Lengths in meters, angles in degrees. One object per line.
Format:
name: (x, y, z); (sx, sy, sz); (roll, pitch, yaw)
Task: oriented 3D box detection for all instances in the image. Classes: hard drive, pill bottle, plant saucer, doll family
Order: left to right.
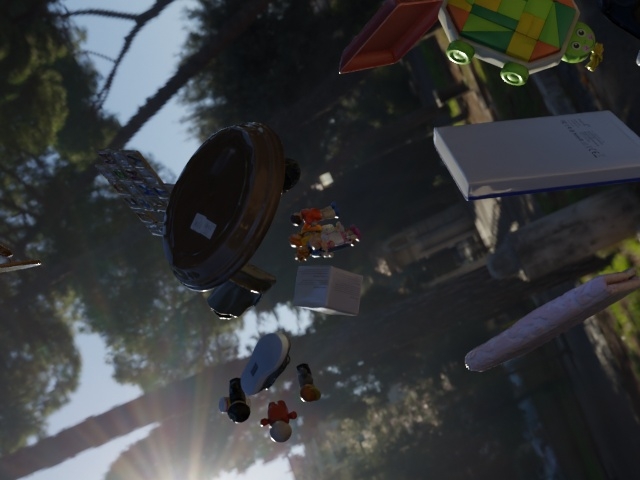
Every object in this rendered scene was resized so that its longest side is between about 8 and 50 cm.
plant saucer: (-0.158, -0.059, 1.198); (0.041, 0.278, 0.278); (26, -147, -38)
pill bottle: (-0.234, 0.451, 2.161); (0.083, 0.043, 0.043); (5, -133, -28)
doll family: (0.000, 0.000, 2.152); (0.263, 0.163, 0.119); (-129, 28, -60)
plant saucer: (0.186, -0.539, 2.007); (0.258, 0.259, 0.048); (-22, -105, -45)
hard drive: (0.371, -0.148, 1.317); (0.210, 0.318, 0.040); (-104, 9, -56)

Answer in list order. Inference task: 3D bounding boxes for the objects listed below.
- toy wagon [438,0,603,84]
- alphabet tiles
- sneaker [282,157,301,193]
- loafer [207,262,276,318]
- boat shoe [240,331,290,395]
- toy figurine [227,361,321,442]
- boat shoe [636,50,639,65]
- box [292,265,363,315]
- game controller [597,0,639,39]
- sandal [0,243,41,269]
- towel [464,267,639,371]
toy wagon: (0.423, -0.451, 1.610); (0.344, 0.267, 0.068); (23, 165, 6)
alphabet tiles: (-0.304, -0.079, 1.431); (0.009, 0.198, 0.237); (-59, -44, -27)
sneaker: (-0.174, -0.140, 1.906); (0.098, 0.275, 0.135); (61, -166, -25)
loafer: (-0.141, 0.093, 1.358); (0.094, 0.088, 0.251); (28, 163, -3)
boat shoe: (-0.110, 0.281, 1.796); (0.076, 0.229, 0.080); (-8, -128, -36)
toy figurine: (-0.126, 0.405, 2.078); (0.213, 0.210, 0.148); (34, -165, -20)
boat shoe: (0.899, -0.540, 2.065); (0.066, 0.184, 0.063); (0, -151, -48)
box: (0.016, 0.104, 1.621); (0.101, 0.101, 0.087); (18, -105, -44)
game controller: (0.533, -0.393, 1.139); (0.166, 0.319, 0.067); (40, 157, 2)
sandal: (-0.582, 0.021, 1.264); (0.088, 0.239, 0.079); (158, 101, -73)
towel: (0.493, 0.162, 1.637); (0.317, 0.331, 0.053); (-3, -122, -55)
